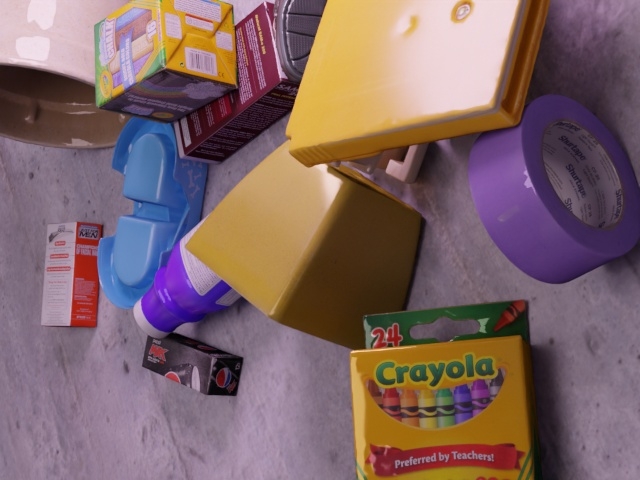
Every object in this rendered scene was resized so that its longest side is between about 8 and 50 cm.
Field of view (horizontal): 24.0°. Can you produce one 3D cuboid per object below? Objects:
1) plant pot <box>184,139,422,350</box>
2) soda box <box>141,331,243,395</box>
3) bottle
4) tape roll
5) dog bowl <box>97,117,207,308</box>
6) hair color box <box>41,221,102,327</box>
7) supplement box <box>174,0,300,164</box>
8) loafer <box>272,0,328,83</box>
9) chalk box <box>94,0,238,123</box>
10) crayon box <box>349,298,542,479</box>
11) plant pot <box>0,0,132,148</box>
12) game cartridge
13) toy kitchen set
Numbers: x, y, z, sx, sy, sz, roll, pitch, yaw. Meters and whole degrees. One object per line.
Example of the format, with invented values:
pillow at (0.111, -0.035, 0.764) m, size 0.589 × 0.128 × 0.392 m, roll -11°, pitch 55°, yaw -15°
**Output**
plant pot at (0.000, 0.000, 1.877) m, size 0.212 × 0.212 × 0.187 m, roll 36°, pitch 99°, yaw 45°
soda box at (-0.186, 0.176, 2.158) m, size 0.169 × 0.053 × 0.060 m, roll 15°, pitch 95°, yaw 49°
bottle at (-0.151, 0.038, 2.094) m, size 0.283 × 0.092 × 0.118 m, roll -41°, pitch 55°, yaw 31°
tape roll at (0.251, -0.054, 1.596) m, size 0.080 × 0.189 × 0.189 m, roll -32°, pitch 61°, yaw 42°
dog bowl at (-0.247, -0.043, 2.247) m, size 0.166 × 0.074 × 0.297 m, roll 11°, pitch 92°, yaw 49°
hair color box at (-0.401, 0.056, 2.421) m, size 0.093 × 0.053 × 0.167 m, roll -3°, pitch 83°, yaw 50°
supplement box at (-0.113, -0.218, 2.121) m, size 0.239 × 0.073 × 0.130 m, roll -32°, pitch 61°, yaw 42°
loafer at (-0.018, -0.331, 2.035) m, size 0.084 × 0.096 × 0.267 m, roll 151°, pitch 126°, yaw -65°
chalk box at (-0.232, -0.251, 2.108) m, size 0.213 × 0.132 × 0.132 m, roll -20°, pitch 68°, yaw 45°
crayon box at (0.141, 0.226, 1.691) m, size 0.202 × 0.081 × 0.318 m, roll -7°, pitch 77°, yaw 14°
plant pot at (-0.416, -0.343, 2.332) m, size 0.334 × 0.334 × 0.305 m, roll -13°, pitch 64°, yaw 47°
game cartridge at (0.113, -0.228, 1.685) m, size 0.324 × 0.053 × 0.285 m, roll -9°, pitch 56°, yaw 46°
toy kitchen set at (0.031, -0.168, 1.879) m, size 0.207 × 0.166 × 0.122 m, roll 30°, pitch 105°, yaw 46°
